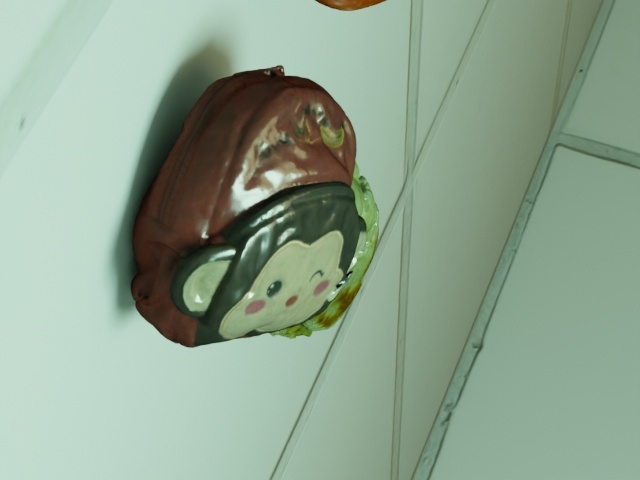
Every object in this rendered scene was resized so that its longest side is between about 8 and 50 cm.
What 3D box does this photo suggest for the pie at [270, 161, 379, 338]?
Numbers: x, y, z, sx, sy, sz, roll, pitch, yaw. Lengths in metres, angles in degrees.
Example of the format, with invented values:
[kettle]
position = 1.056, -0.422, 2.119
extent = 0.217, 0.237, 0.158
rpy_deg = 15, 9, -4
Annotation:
[pie]
position = 0.000, 0.000, 1.668
extent = 0.248, 0.090, 0.201
rpy_deg = 71, 40, -62

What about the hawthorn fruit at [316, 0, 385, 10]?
[hawthorn fruit]
position = 0.025, -0.250, 1.397
extent = 0.138, 0.133, 0.132
rpy_deg = -29, 137, -49

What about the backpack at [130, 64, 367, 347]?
[backpack]
position = -0.056, -0.030, 1.314
extent = 0.229, 0.139, 0.229
rpy_deg = -38, 142, -38
